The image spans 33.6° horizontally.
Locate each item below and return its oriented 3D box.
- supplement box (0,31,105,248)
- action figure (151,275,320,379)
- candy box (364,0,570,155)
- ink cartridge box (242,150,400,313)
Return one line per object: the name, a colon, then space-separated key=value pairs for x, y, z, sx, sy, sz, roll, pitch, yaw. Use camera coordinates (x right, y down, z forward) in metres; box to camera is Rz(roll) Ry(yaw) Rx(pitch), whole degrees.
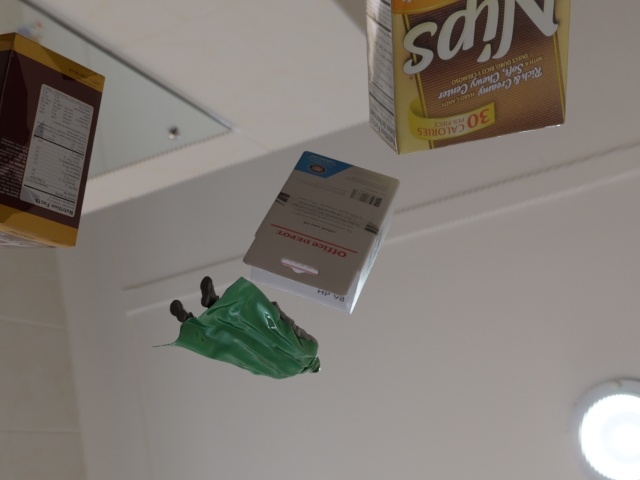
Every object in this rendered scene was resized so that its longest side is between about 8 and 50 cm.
supplement box: x=-0.357 y=-0.099 z=1.137 sx=0.191 sy=0.129 sz=0.194 roll=-1 pitch=-104 yaw=35
action figure: x=-0.073 y=0.114 z=1.246 sx=0.137 sy=0.232 sz=0.064 roll=-34 pitch=-130 yaw=20
candy box: x=0.137 y=-0.252 z=0.991 sx=0.182 sy=0.317 sz=0.087 roll=-11 pitch=-152 yaw=-13
ink cartridge box: x=0.000 y=0.000 z=1.005 sx=0.104 sy=0.060 sz=0.180 roll=19 pitch=-137 yaw=9
